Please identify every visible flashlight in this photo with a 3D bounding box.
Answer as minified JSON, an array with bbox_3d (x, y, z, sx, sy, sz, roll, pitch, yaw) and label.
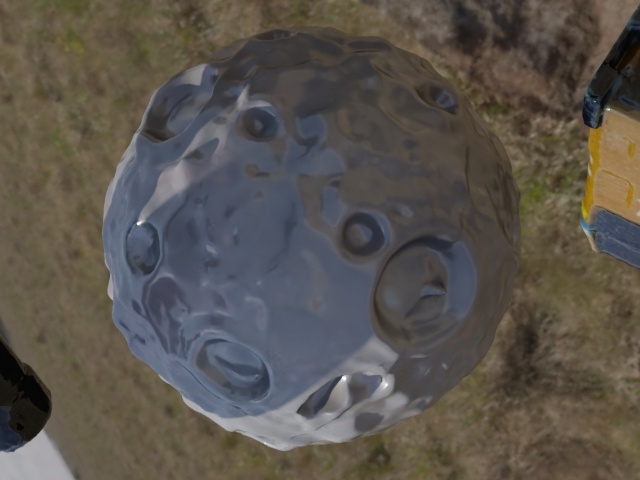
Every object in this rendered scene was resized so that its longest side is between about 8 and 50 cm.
[{"bbox_3d":[-0.272,0.057,0.701,0.093,0.093,0.232,39,162,51],"label":"flashlight"}]

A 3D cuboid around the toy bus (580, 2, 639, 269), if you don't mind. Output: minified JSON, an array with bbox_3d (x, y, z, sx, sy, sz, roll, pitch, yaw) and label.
[{"bbox_3d":[0.302,-0.019,0.481,0.323,0.162,0.194,29,163,21],"label":"toy bus"}]

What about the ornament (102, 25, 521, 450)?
[{"bbox_3d":[0.000,0.000,0.790,0.337,0.337,0.337,52,161,27],"label":"ornament"}]
